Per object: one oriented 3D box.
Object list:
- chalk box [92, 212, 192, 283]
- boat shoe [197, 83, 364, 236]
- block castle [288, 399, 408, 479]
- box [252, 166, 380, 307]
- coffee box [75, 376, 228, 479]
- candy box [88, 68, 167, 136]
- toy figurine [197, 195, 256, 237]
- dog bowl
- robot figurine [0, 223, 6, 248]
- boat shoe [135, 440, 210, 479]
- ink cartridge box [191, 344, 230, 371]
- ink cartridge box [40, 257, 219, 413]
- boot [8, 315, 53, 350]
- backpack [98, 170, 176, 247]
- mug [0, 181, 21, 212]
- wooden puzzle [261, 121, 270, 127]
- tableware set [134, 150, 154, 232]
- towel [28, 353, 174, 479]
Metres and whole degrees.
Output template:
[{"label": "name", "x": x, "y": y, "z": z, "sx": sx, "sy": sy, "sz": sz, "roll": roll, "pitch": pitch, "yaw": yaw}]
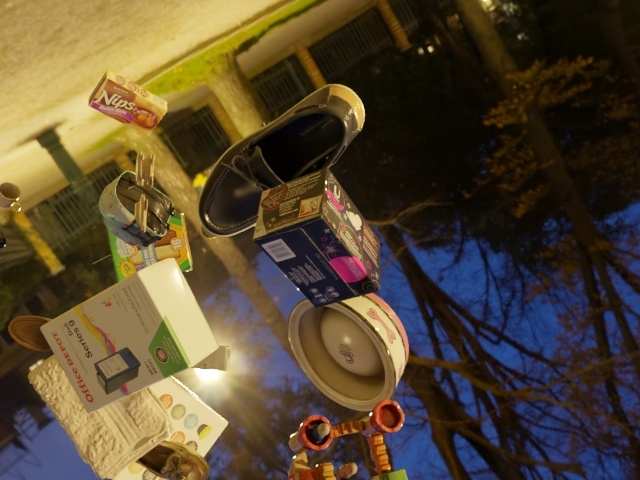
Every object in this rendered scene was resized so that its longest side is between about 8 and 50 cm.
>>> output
[{"label": "chalk box", "x": -0.554, "y": 0.024, "z": 1.922, "sx": 0.288, "sy": 0.179, "sz": 0.180, "roll": -10, "pitch": -174, "yaw": -11}, {"label": "boat shoe", "x": -0.112, "y": -0.166, "z": 1.429, "sx": 0.500, "sy": 0.187, "sz": 0.156, "roll": -35, "pitch": -163, "yaw": 24}, {"label": "block castle", "x": 0.110, "y": 0.650, "z": 1.548, "sx": 0.302, "sy": 0.454, "sz": 0.213, "roll": -4, "pitch": 156, "yaw": -24}, {"label": "box", "x": 0.000, "y": 0.000, "z": 1.261, "sx": 0.163, "sy": 0.247, "sz": 0.142, "roll": -17, "pitch": -137, "yaw": 25}, {"label": "coffee box", "x": -0.580, "y": 0.604, "z": 2.057, "sx": 0.338, "sy": 0.334, "sz": 0.338, "roll": -52, "pitch": -151, "yaw": -18}, {"label": "candy box", "x": -0.540, "y": -0.385, "z": 1.748, "sx": 0.109, "sy": 0.186, "sz": 0.053, "roll": -43, "pitch": -140, "yaw": 27}, {"label": "toy figurine", "x": -0.286, "y": -0.148, "z": 2.090, "sx": 0.362, "sy": 0.191, "sz": 0.217, "roll": -19, "pitch": 170, "yaw": 9}, {"label": "dog bowl", "x": 0.097, "y": 0.321, "z": 1.940, "sx": 0.407, "sy": 0.408, "sz": 0.150, "roll": -18, "pitch": -168, "yaw": 46}, {"label": "robot figurine", "x": -0.882, "y": 0.001, "z": 1.454, "sx": 0.209, "sy": 0.278, "sz": 0.173, "roll": -36, "pitch": 161, "yaw": 8}, {"label": "boat shoe", "x": -0.439, "y": 0.595, "z": 1.696, "sx": 0.089, "sy": 0.285, "sz": 0.105, "roll": 13, "pitch": 100, "yaw": -86}, {"label": "ink cartridge box", "x": -0.291, "y": 0.304, "z": 1.619, "sx": 0.115, "sy": 0.063, "sz": 0.029, "roll": 0, "pitch": 180, "yaw": 18}, {"label": "ink cartridge box", "x": -0.284, "y": 0.143, "z": 0.923, "sx": 0.212, "sy": 0.154, "sz": 0.093, "roll": -26, "pitch": -178, "yaw": 24}, {"label": "boot", "x": -0.871, "y": 0.293, "z": 2.074, "sx": 0.283, "sy": 0.109, "sz": 0.220, "roll": 5, "pitch": -178, "yaw": -17}, {"label": "backpack", "x": -0.519, "y": -0.089, "z": 1.725, "sx": 0.144, "sy": 0.188, "sz": 0.166, "roll": -23, "pitch": -143, "yaw": 26}, {"label": "mug", "x": -0.918, "y": -0.122, "z": 1.820, "sx": 0.062, "sy": 0.078, "sz": 0.064, "roll": 5, "pitch": 145, "yaw": -44}, {"label": "wooden puzzle", "x": -0.139, "y": -0.283, "z": 1.671, "sx": 0.049, "sy": 0.083, "sz": 0.006, "roll": -48, "pitch": 159, "yaw": 26}, {"label": "tableware set", "x": -0.318, "y": -0.090, "z": 1.117, "sx": 0.020, "sy": 0.141, "sz": 0.168, "roll": 2, "pitch": -174, "yaw": -22}, {"label": "towel", "x": -0.449, "y": 0.332, "z": 1.277, "sx": 0.187, "sy": 0.282, "sz": 0.049, "roll": -37, "pitch": -179, "yaw": -4}]
